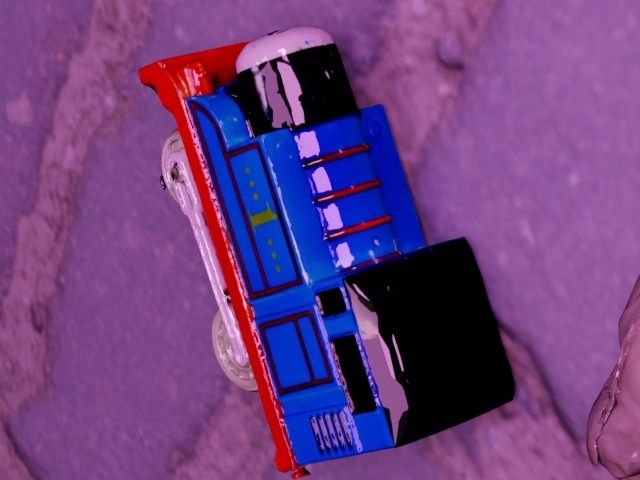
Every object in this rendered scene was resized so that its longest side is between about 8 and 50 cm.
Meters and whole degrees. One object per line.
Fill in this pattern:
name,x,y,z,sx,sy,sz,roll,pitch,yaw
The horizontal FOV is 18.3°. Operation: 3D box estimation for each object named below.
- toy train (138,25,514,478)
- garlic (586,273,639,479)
toy train,0.000,0.000,0.915,0.131,0.082,0.204,-18,90,51
garlic,0.186,0.071,0.661,0.227,0.152,0.228,14,111,42
